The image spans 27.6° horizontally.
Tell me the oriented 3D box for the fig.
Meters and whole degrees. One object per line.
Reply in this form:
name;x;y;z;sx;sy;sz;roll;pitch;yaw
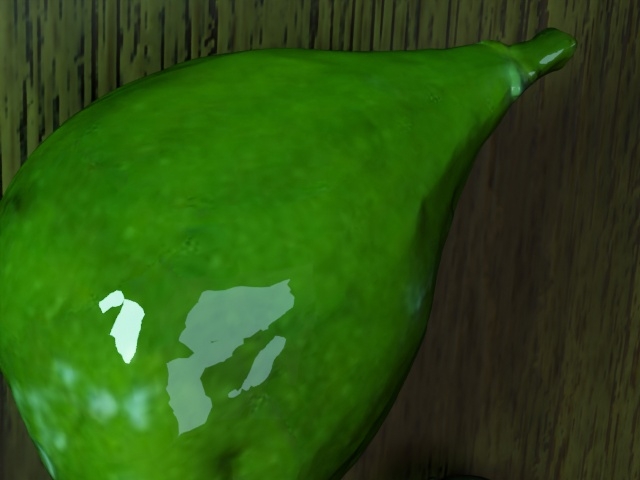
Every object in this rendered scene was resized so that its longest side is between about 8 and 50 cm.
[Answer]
fig;-0.019;0.019;0.663;0.314;0.233;0.233;-21;116;-32

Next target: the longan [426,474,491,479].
longan;0.085;0.202;0.850;0.113;0.092;0.113;-9;111;-24
